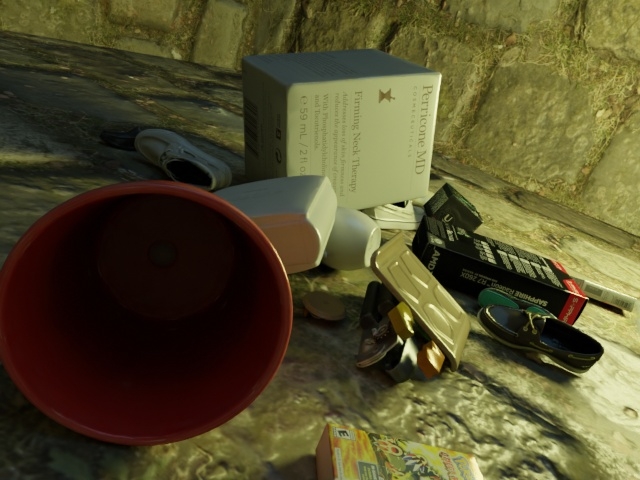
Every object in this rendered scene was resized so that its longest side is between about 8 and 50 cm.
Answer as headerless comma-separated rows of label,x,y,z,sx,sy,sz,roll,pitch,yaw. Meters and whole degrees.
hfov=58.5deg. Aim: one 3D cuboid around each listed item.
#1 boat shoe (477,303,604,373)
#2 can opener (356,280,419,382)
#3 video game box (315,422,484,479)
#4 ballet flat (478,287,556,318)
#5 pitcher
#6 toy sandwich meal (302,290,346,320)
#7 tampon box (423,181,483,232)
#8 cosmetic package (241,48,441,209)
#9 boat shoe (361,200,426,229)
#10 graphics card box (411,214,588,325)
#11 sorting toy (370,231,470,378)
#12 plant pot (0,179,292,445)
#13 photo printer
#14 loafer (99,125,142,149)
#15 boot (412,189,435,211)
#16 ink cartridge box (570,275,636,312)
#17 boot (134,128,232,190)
boat shoe,0.413,0.171,1.076,0.228,0.068,0.081,23,55,10
can opener,0.115,0.142,0.949,0.095,0.076,0.283,51,18,-7
video game box,0.094,0.282,0.565,0.187,0.048,0.205,18,20,-11
ballet flat,0.418,0.154,1.179,0.188,0.070,0.070,34,24,27
pitcher,0.000,0.000,1.139,0.207,0.125,0.178,16,38,21
toy sandwich meal,0.005,0.114,0.951,0.085,0.029,0.085,17,25,-8
tampon box,0.378,-0.078,1.637,0.120,0.101,0.161,40,18,-8
cosmetic package,0.036,-0.284,1.442,0.394,0.329,0.327,-12,31,-22
boat shoe,0.213,-0.088,1.579,0.267,0.088,0.096,0,27,-42
graphics card box,0.403,0.066,1.344,0.371,0.094,0.233,20,20,-1
sorting toy,0.158,0.109,0.948,0.229,0.041,0.307,53,23,4
plant pot,-0.183,0.046,0.648,0.275,0.275,0.243,14,12,-14
photo printer,-0.103,-0.033,0.993,0.256,0.107,0.307,-8,18,11
loafer,-0.470,-0.263,1.452,0.170,0.061,0.062,5,25,-33
boot,0.343,-0.141,1.859,0.165,0.077,0.213,23,25,11
ink cartridge box,0.761,0.143,1.578,0.145,0.045,0.179,21,2,7
boot,-0.336,-0.190,1.328,0.258,0.095,0.123,23,13,6
